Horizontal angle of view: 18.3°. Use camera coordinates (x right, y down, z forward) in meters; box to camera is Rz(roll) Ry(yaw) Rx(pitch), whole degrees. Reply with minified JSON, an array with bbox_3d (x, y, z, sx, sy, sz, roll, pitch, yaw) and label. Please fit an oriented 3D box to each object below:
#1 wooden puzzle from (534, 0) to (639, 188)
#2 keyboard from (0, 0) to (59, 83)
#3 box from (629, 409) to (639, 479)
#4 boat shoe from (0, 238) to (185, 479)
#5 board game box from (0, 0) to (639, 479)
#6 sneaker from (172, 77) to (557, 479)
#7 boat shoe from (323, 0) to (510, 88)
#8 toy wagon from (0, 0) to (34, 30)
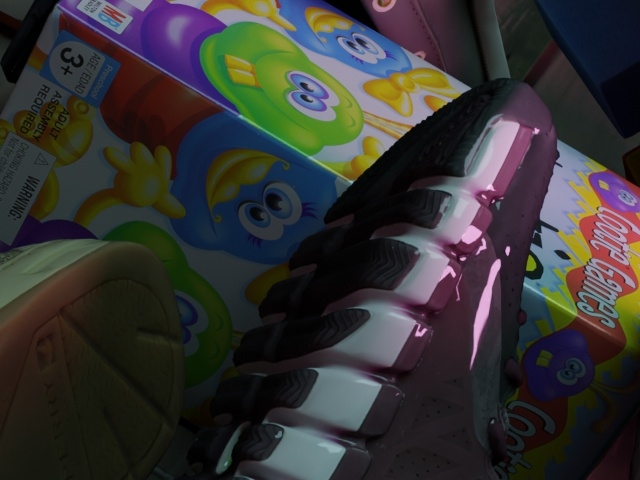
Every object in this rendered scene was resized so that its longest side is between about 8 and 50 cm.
[{"bbox_3d":[0.204,-0.028,1.010,0.348,0.080,0.322,62,2,-47],"label":"wooden puzzle"},{"bbox_3d":[-0.067,-0.107,0.967,0.192,0.100,0.038,10,34,-51],"label":"keyboard"},{"bbox_3d":[0.171,0.164,0.625,0.143,0.191,0.381,-5,25,16],"label":"box"},{"bbox_3d":[-0.169,0.082,0.617,0.110,0.122,0.341,3,14,27],"label":"boat shoe"},{"bbox_3d":[0.000,0.000,0.850,0.275,0.142,0.144,30,29,-3],"label":"board game box"},{"bbox_3d":[0.042,0.092,0.707,0.162,0.281,0.106,36,-16,-16],"label":"sneaker"},{"bbox_3d":[0.035,-0.106,0.960,0.091,0.305,0.109,-26,59,-9],"label":"boat shoe"},{"bbox_3d":[-0.095,-0.187,1.119,0.344,0.068,0.267,-2,44,-46],"label":"toy wagon"}]
